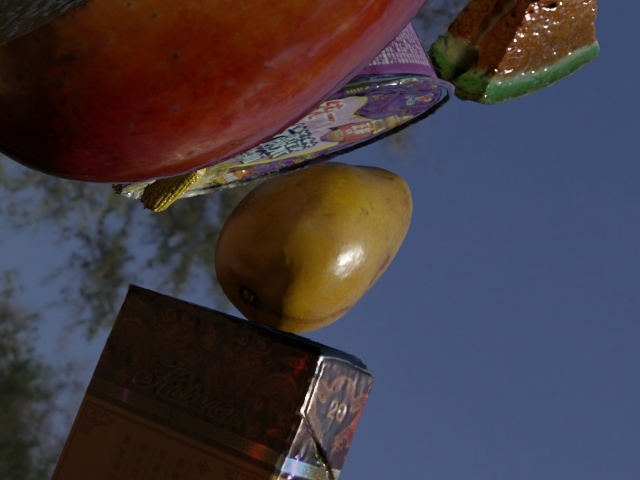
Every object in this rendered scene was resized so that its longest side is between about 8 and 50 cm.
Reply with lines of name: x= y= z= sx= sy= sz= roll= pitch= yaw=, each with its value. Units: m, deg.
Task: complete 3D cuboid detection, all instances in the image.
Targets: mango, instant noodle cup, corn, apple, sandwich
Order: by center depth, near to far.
apple: x=-0.087 y=-0.205 z=1.028 sx=0.295 sy=0.364 sz=0.329 roll=35 pitch=35 yaw=-63
corn: x=-0.136 y=-0.051 z=1.335 sx=0.083 sy=0.028 sz=0.027 roll=-35 pitch=-150 yaw=37
instant noodle cup: x=-0.072 y=-0.210 z=1.388 sx=0.340 sy=0.339 sz=0.266 roll=-30 pitch=-104 yaw=66
sandwich: x=0.300 y=-0.300 z=2.087 sx=0.109 sy=0.292 sz=0.212 roll=51 pitch=-51 yaw=26
mango: x=0.000 y=0.000 z=2.164 sx=0.221 sy=0.378 sz=0.264 roll=43 pitch=-53 yaw=15

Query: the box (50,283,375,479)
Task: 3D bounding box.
box: x=-0.142 y=0.271 z=1.448 sx=0.264 sy=0.116 sz=0.415 roll=16 pitch=-99 yaw=35
